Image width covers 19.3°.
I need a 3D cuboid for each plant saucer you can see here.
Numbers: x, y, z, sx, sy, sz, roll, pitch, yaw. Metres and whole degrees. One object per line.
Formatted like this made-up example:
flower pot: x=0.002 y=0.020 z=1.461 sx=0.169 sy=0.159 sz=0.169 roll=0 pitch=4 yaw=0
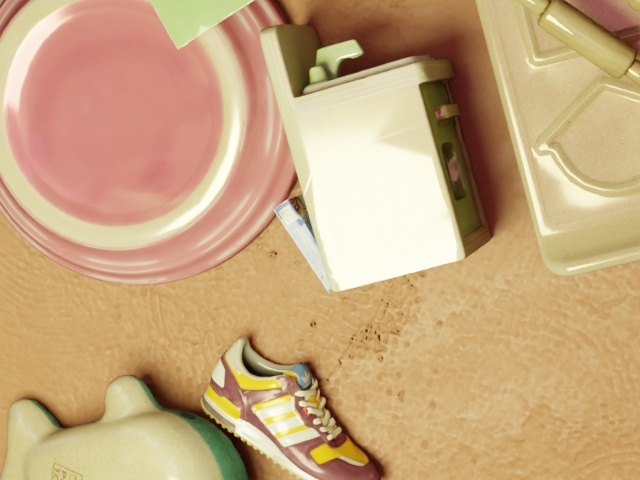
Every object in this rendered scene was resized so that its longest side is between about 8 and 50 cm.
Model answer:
plant saucer: x=-0.178 y=-0.120 z=1.720 sx=0.332 sy=0.084 sz=0.332 roll=1 pitch=96 yaw=13

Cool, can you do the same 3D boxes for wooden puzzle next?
wooden puzzle: x=0.310 y=-0.171 z=1.604 sx=0.322 sy=0.080 sz=0.348 roll=-14 pitch=88 yaw=15

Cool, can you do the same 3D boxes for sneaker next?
sneaker: x=-0.018 y=0.161 z=1.721 sx=0.185 sy=0.069 sz=0.084 roll=29 pitch=107 yaw=8

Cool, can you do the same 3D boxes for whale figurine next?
whale figurine: x=-0.180 y=0.228 z=1.754 sx=0.272 sy=0.141 sz=0.216 roll=14 pitch=100 yaw=36

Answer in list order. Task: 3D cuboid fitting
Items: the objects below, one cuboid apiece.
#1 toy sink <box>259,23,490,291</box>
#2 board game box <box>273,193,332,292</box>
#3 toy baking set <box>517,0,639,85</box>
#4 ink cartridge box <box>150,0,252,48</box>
toy sink: x=0.056 y=-0.090 z=1.633 sx=0.131 sy=0.153 sz=0.234 roll=-15 pitch=91 yaw=15
board game box: x=0.000 y=0.000 z=1.687 sx=0.020 sy=0.090 sz=0.090 roll=-34 pitch=88 yaw=14
toy baking set: x=0.280 y=-0.218 z=1.529 sx=0.256 sy=0.030 sz=0.197 roll=38 pitch=110 yaw=-3
ink cartridge box: x=-0.072 y=-0.299 z=1.618 sx=0.235 sy=0.056 sz=0.171 roll=-31 pitch=81 yaw=8
